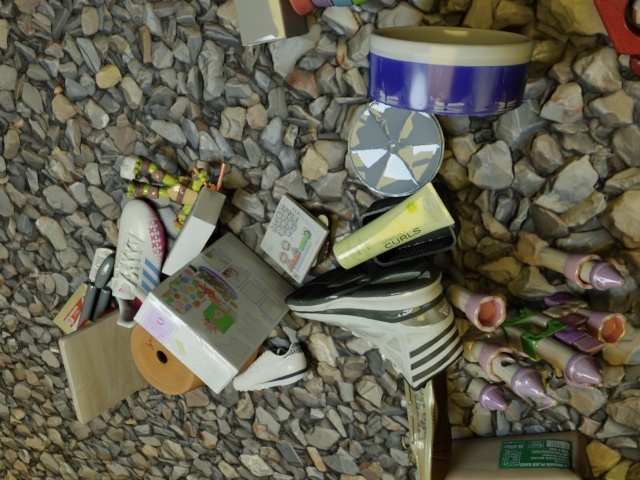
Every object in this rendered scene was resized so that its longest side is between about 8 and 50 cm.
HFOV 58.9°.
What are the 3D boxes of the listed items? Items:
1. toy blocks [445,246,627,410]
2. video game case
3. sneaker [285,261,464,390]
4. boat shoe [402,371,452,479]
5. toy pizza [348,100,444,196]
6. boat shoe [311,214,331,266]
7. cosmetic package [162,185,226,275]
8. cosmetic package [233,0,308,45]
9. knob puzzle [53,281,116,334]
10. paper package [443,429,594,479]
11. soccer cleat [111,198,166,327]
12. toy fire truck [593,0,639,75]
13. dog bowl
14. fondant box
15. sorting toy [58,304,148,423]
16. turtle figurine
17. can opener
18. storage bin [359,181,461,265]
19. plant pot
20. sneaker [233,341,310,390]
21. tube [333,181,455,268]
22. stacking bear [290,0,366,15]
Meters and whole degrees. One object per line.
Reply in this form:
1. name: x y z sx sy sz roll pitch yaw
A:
1. toy blocks: 0.430 0.205 1.030 0.288 0.260 0.309 -20 108 -14
2. video game case: -0.063 -0.004 1.301 0.143 0.019 0.157 41 123 23
3. sneaker: 0.104 0.196 1.189 0.447 0.169 0.258 -8 109 54
4. boat shoe: 0.239 0.413 1.297 0.089 0.104 0.285 -10 68 35
5. toy pizza: 0.152 -0.190 1.146 0.201 0.032 0.201 7 106 24
6. boat shoe: -0.001 -0.001 1.293 0.049 0.042 0.133 35 123 33
7. cosmetic package: -0.296 -0.012 1.313 0.060 0.099 0.239 23 137 -17
8. cosmetic package: -0.104 -0.497 1.066 0.107 0.127 0.238 1 111 21
9. knob puzzle: -0.651 0.235 1.648 0.213 0.030 0.213 2 107 7
10. paper package: 0.465 0.615 1.309 0.324 0.168 0.310 -13 107 26
11. soccer cleat: -0.467 0.066 1.436 0.116 0.143 0.331 7 109 18
12. toy fire truck: 0.575 -0.366 0.852 0.302 0.169 0.254 4 132 21
13. dog bowl: 0.212 -0.292 0.952 0.264 0.265 0.104 10 117 17
14. fondant box: -0.215 0.145 1.272 0.238 0.330 0.096 42 120 1
15. sorting toy: -0.583 0.312 1.542 0.089 0.255 0.257 14 118 32
16. turtle figurine: -0.328 -0.127 1.329 0.217 0.087 0.269 20 138 -14
17. can opener: -0.614 0.145 1.556 0.074 0.093 0.280 22 113 -2
18. storage bin: 0.187 -0.034 1.180 0.180 0.084 0.122 -17 105 26
19. plant pot: -0.325 0.246 1.406 0.290 0.203 0.291 11 113 27
20. sneaker: -0.135 0.331 1.476 0.235 0.090 0.095 -20 86 27
21. tube: 0.137 -0.021 1.125 0.240 0.062 0.070 -28 140 24
22. stacking bear: 0.084 -0.502 0.979 0.289 0.175 0.164 -7 108 16
